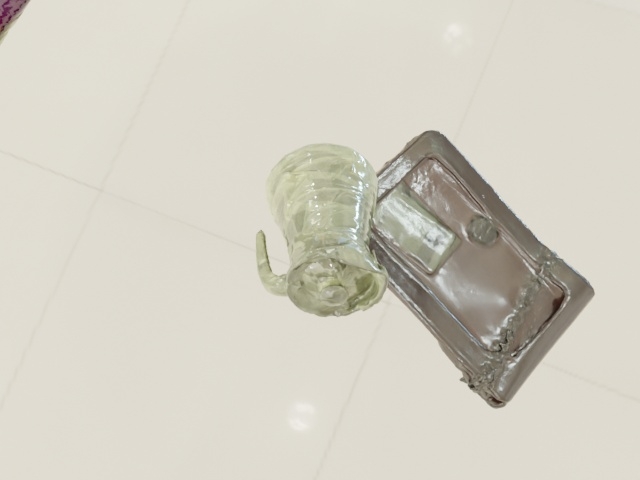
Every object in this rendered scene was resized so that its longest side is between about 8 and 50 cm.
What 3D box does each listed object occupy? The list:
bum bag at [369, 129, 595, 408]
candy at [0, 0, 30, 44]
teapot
[{"bbox_3d":[0.089,0.014,0.597,0.159,0.026,0.109,47,66,0],"label":"bum bag"},{"bbox_3d":[-0.126,-0.089,0.338,0.175,0.043,0.045,-39,39,32],"label":"candy"},{"bbox_3d":[0.000,0.000,0.448,0.067,0.057,0.083,-24,38,12],"label":"teapot"}]
